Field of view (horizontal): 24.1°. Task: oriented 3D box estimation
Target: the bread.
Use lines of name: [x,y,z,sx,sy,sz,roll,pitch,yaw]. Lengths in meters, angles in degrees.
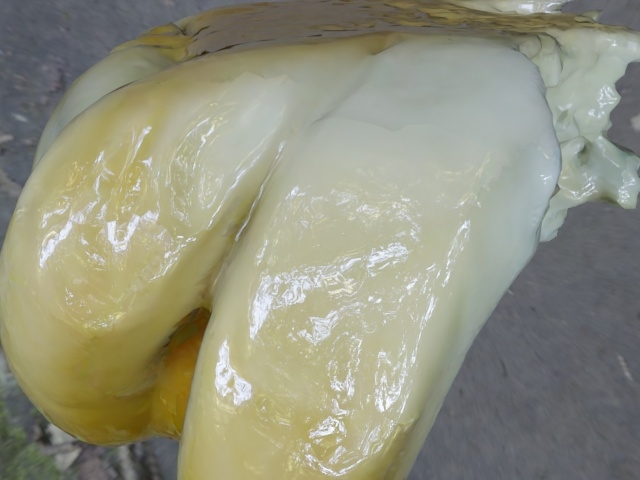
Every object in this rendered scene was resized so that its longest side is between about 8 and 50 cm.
bread: [-0.003,-0.025,0.750,0.245,0.424,0.329,38,106,-4]
